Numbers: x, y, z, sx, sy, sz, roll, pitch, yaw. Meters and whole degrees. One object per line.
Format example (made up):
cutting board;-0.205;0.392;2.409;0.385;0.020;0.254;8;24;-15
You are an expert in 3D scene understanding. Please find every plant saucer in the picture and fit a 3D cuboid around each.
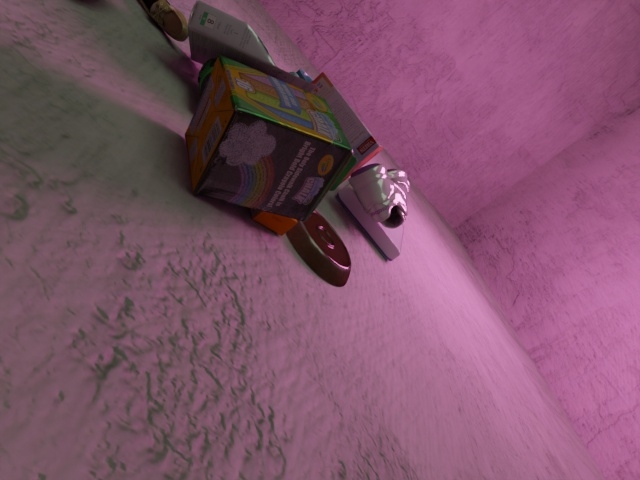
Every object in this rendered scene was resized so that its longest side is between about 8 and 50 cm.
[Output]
plant saucer;0.000;0.000;0.762;0.168;0.029;0.168;44;19;-20

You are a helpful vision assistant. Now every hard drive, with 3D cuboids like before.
hard drive;0.147;-0.075;1.234;0.210;0.040;0.319;51;18;-3

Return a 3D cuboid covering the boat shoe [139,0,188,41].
boat shoe;-0.289;-0.413;0.820;0.135;0.050;0.045;46;20;16

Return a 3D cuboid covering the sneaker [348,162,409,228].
sneaker;0.157;-0.098;1.105;0.305;0.114;0.152;-10;77;-65

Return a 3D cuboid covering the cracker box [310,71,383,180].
cracker box;0.024;-0.271;1.125;0.232;0.155;0.067;54;18;6

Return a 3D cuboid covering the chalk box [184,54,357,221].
chalk box;-0.053;-0.123;0.605;0.212;0.132;0.132;13;39;-34

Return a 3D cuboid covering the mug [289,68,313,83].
mug;-0.058;-0.410;1.281;0.157;0.097;0.130;40;22;-30

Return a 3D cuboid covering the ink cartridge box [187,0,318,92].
ink cartridge box;-0.120;-0.323;0.809;0.224;0.056;0.181;18;1;-16

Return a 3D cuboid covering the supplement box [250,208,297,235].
supplement box;-0.077;-0.062;0.676;0.062;0.036;0.099;32;27;-43

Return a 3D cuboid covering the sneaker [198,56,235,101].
sneaker;-0.071;-0.217;0.831;0.343;0.134;0.146;34;25;-43
